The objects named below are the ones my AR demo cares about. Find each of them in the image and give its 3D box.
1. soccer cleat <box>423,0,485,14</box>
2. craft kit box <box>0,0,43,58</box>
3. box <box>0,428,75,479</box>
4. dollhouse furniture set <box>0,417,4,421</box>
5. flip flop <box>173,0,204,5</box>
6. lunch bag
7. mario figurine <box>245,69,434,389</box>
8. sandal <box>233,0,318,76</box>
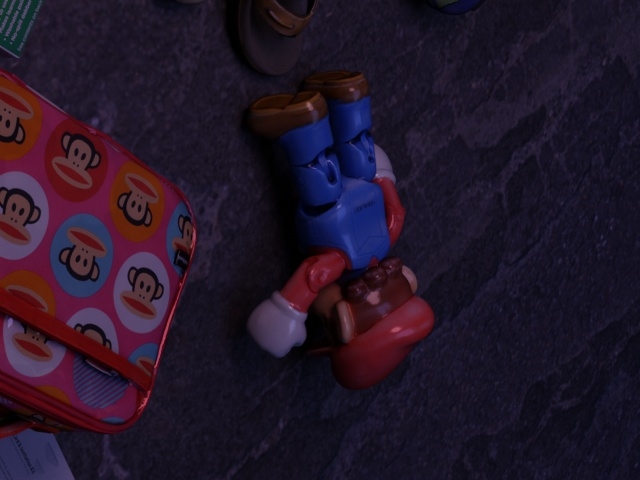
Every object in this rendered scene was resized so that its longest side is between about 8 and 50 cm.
[{"bbox_3d":[0.173,-0.379,1.596,0.121,0.093,0.289,27,82,-65],"label":"soccer cleat"},{"bbox_3d":[-0.272,-0.298,1.114,0.246,0.061,0.250,30,77,-48],"label":"craft kit box"},{"bbox_3d":[-0.293,0.227,1.268,0.186,0.038,0.145,-44,132,-33],"label":"box"},{"bbox_3d":[-0.301,0.089,1.196,0.076,0.058,0.152,-48,135,-31],"label":"dollhouse furniture set"},{"bbox_3d":[-0.093,-0.339,1.298,0.112,0.080,0.277,-7,107,-50],"label":"flip flop"},{"bbox_3d":[-0.243,0.027,1.165,0.293,0.120,0.258,35,63,-43],"label":"lunch bag"},{"bbox_3d":[0.000,0.000,1.526,0.198,0.170,0.321,-15,106,-9],"label":"mario figurine"},{"bbox_3d":[-0.031,-0.236,1.394,0.090,0.060,0.219,-40,150,-39],"label":"sandal"}]
